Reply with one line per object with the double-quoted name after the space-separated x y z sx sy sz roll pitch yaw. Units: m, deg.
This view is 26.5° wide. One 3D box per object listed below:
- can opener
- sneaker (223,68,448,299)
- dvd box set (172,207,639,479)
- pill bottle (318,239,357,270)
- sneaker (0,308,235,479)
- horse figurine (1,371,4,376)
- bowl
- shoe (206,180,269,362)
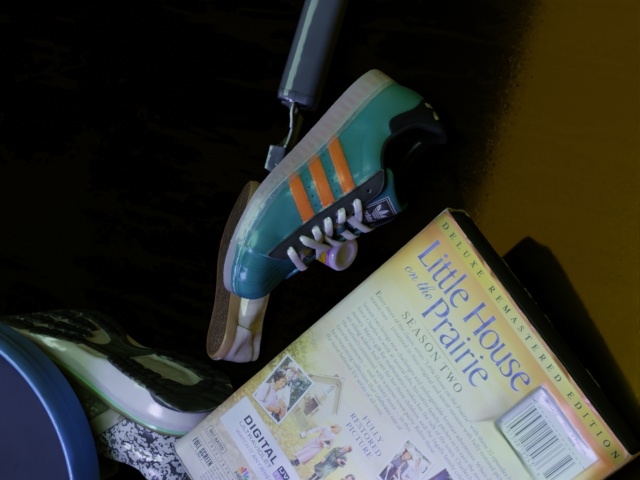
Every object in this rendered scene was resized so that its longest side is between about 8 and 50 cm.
0.001 -0.172 1.595 0.095 0.076 0.283 16 89 5 "can opener"
0.019 -0.045 1.482 0.121 0.108 0.302 35 82 24 "sneaker"
0.075 0.214 1.403 0.420 0.062 0.308 -43 72 20 "dvd box set"
0.000 0.000 1.557 0.083 0.043 0.043 28 96 37 "pill bottle"
-0.287 0.201 1.668 0.410 0.158 0.182 21 104 41 "sneaker"
-0.413 0.248 1.745 0.174 0.066 0.263 8 120 33 "horse figurine"
-0.436 0.269 1.631 0.391 0.077 0.391 6 104 23 "bowl"
-0.086 0.038 1.611 0.076 0.058 0.219 165 117 -65 "shoe"
